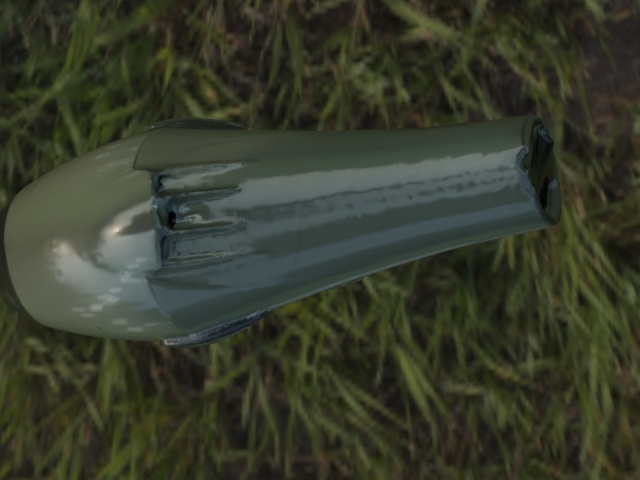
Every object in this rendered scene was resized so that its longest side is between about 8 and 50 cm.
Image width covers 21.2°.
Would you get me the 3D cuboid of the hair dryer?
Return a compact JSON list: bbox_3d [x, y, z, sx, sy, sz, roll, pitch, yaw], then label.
[{"bbox_3d":[0.014,-0.005,0.683,0.219,0.088,0.225,-11,170,42],"label":"hair dryer"}]
